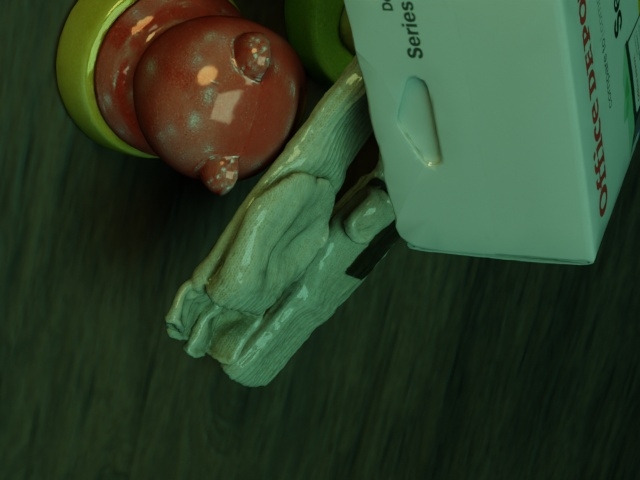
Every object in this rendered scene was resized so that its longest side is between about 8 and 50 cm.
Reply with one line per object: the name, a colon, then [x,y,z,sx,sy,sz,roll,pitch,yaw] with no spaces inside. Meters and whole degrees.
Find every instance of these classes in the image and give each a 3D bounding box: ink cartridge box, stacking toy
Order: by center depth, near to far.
stacking toy: [0.007,-0.182,0.896,0.279,0.130,0.309,-7,115,-31]
ink cartridge box: [0.127,-0.151,0.901,0.201,0.117,0.278,74,32,-41]

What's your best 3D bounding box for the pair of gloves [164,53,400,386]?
pair of gloves: [0.000,0.000,0.952,0.204,0.042,0.240,-52,163,-5]
